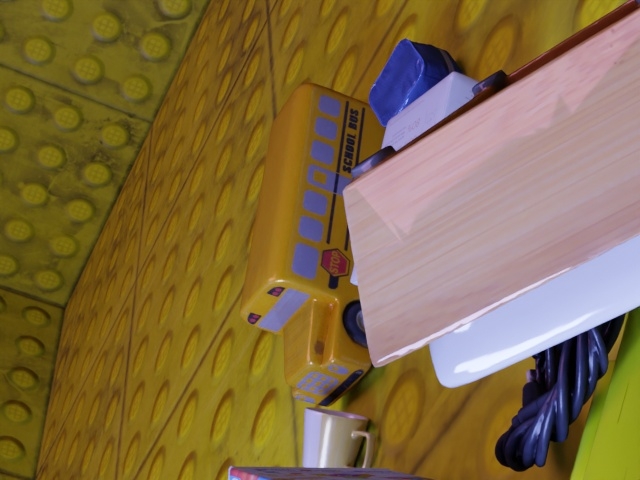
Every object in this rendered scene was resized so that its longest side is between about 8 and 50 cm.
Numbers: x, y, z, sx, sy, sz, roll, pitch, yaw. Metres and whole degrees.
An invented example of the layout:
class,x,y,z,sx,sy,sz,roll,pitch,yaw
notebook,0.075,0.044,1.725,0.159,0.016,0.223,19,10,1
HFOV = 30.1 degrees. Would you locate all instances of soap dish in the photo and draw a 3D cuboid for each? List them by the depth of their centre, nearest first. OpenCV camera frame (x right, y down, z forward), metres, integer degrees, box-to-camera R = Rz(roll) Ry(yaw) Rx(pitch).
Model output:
class,x,y,z,sx,sy,sz,roll,pitch,yaw
soap dish,0.152,-0.056,0.622,0.229,0.118,0.291,-31,3,30

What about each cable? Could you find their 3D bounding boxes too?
class,x,y,z,sx,sy,sz,roll,pitch,yaw
cable,0.152,0.077,0.771,0.184,0.047,0.150,84,-149,-79

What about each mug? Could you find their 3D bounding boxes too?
class,x,y,z,sx,sy,sz,roll,pitch,yaw
mug,0.012,0.196,1.134,0.078,0.062,0.064,173,108,-77

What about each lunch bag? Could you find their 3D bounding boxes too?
class,x,y,z,sx,sy,sz,roll,pitch,yaw
lunch bag,0.101,-0.154,1.243,0.098,0.065,0.067,-57,37,31

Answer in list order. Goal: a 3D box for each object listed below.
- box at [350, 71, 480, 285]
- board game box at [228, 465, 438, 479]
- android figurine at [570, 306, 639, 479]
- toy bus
class,x,y,z,sx,sy,sz,roll,pitch,yaw
box,0.108,-0.038,1.048,0.130,0.091,0.170,-31,42,62
board game box,0.039,0.239,0.825,0.275,0.144,0.142,164,109,-69
android figurine,0.212,0.118,0.634,0.248,0.056,0.273,-18,53,67
toy bus,0.000,0.000,1.261,0.108,0.130,0.333,-48,28,50
